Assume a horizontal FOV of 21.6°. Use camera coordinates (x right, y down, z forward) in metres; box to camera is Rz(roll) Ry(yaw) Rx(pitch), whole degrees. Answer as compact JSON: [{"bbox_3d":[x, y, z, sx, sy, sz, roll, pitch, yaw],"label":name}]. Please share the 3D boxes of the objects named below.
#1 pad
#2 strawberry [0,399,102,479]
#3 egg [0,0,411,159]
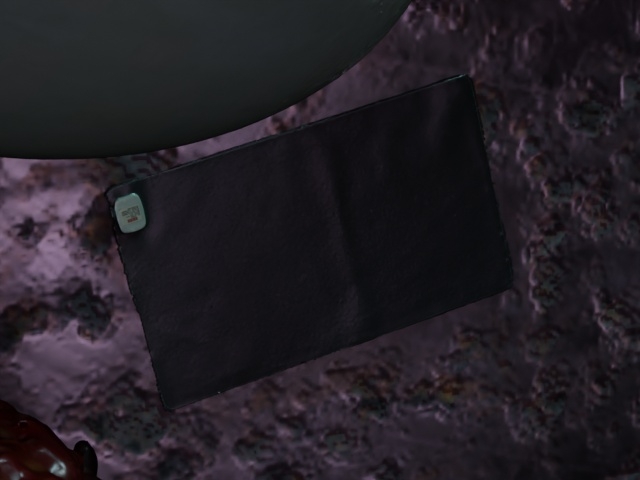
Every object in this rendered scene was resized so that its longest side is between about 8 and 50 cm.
[{"bbox_3d":[0.000,0.000,0.807,0.193,0.004,0.116,-19,108,-17],"label":"pad"},{"bbox_3d":[-0.216,0.163,0.625,0.257,0.261,0.261,27,91,-13],"label":"strawberry"},{"bbox_3d":[-0.129,-0.175,0.568,0.389,0.276,0.276,23,93,-26],"label":"egg"}]
